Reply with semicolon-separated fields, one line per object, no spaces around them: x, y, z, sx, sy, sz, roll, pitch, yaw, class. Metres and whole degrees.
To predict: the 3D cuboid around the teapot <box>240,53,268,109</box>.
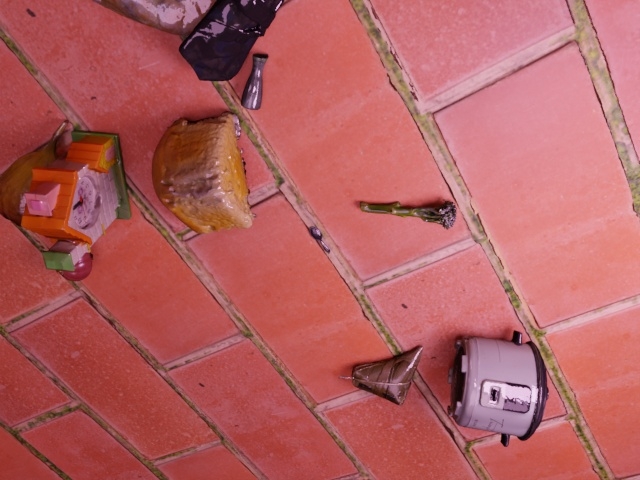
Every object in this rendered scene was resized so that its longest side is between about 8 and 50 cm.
-0.132;-0.324;1.087;0.043;0.043;0.110;15;118;-3;teapot

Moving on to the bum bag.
-0.148;-0.416;0.994;0.137;0.074;0.310;10;132;-48;bum bag

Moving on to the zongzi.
0.165;0.331;1.451;0.189;0.081;0.178;21;101;10;zongzi

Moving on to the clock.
-0.519;-0.084;1.151;0.106;0.255;0.220;5;123;4;clock

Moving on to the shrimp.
-0.327;-0.490;0.992;0.317;0.077;0.168;17;114;-11;shrimp

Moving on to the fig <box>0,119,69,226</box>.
-0.620;-0.154;1.206;0.159;0.159;0.257;26;100;-9;fig

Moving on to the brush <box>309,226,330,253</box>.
0.000;0.000;1.287;0.024;0.008;0.083;-27;114;18;brush

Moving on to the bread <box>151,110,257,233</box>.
-0.264;-0.132;1.153;0.204;0.162;0.262;-4;107;22;bread

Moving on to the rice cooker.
0.442;0.358;1.322;0.227;0.241;0.280;8;86;6;rice cooker

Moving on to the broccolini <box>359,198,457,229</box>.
0.194;-0.063;1.197;0.216;0.058;0.067;6;125;4;broccolini

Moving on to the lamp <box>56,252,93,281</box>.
-0.618;0.050;1.340;0.107;0.092;0.107;19;120;36;lamp
